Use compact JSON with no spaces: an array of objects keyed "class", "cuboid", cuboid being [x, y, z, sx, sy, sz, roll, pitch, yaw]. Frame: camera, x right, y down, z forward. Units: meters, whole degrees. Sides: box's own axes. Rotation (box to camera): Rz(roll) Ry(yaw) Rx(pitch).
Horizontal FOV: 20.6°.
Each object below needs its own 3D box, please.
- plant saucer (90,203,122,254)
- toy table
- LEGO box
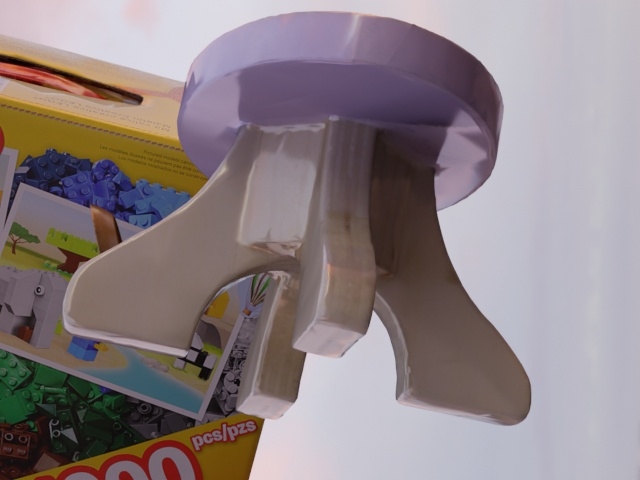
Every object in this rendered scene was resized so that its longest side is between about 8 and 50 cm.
[{"class":"plant saucer","cuboid":[-0.149,0.012,1.269,0.083,0.015,0.083,166,90,-87]},{"class":"toy table","cuboid":[0.000,0.000,0.957,0.274,0.252,0.161,88,-168,-73]},{"class":"LEGO box","cuboid":[-0.275,0.032,1.472,0.193,0.500,0.372,-88,12,-71]}]
